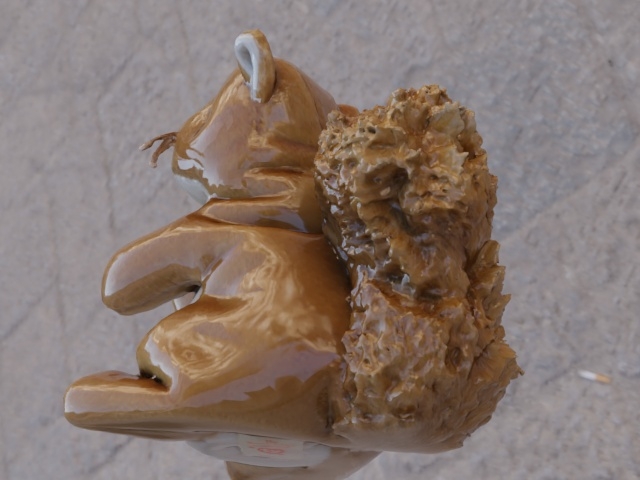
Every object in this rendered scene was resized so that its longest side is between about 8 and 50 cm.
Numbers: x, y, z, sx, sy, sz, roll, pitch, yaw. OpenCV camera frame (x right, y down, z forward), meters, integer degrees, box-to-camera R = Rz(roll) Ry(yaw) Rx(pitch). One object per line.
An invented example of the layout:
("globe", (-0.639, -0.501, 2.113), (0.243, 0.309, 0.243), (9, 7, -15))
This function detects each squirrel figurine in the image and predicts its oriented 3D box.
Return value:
("squirrel figurine", (0.000, 0.000, 0.960), (0.397, 0.281, 0.370), (-14, 60, 35))
